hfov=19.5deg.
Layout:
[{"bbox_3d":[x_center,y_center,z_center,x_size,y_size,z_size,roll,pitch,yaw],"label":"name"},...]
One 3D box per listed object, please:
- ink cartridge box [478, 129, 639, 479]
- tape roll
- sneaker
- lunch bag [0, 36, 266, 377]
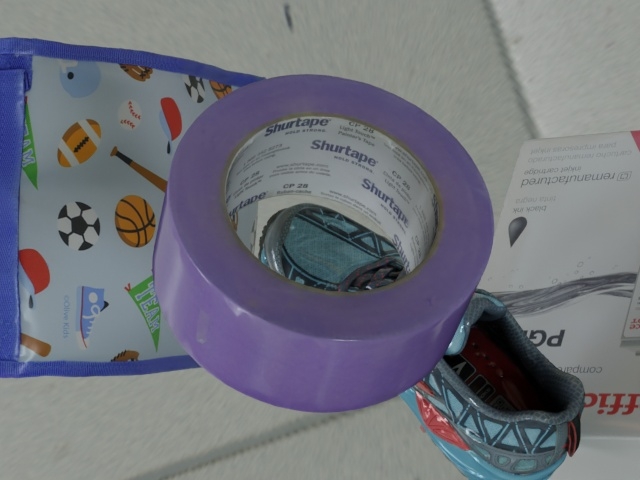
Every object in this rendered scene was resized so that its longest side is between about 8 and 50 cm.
[{"bbox_3d":[0.230,0.059,1.409,0.207,0.117,0.283,-3,53,33],"label":"ink cartridge box"},{"bbox_3d":[0.000,0.000,1.082,0.189,0.080,0.189,6,54,-8],"label":"tape roll"},{"bbox_3d":[0.077,0.052,1.262,0.262,0.125,0.104,38,59,4],"label":"sneaker"},{"bbox_3d":[-0.230,-0.029,1.855,0.239,0.385,0.327,1,91,21],"label":"lunch bag"}]
